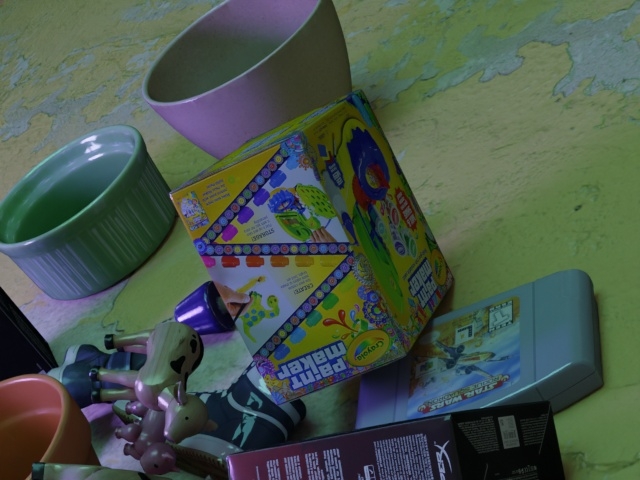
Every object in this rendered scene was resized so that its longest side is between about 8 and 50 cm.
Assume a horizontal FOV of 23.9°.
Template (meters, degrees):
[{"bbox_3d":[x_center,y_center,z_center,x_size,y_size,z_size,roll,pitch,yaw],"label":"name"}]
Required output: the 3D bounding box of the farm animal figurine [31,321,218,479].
[{"bbox_3d":[-0.184,0.267,1.656,0.172,0.330,0.327,0,7,18],"label":"farm animal figurine"}]

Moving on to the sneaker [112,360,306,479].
[{"bbox_3d":[-0.134,0.212,1.905,0.282,0.099,0.153,15,60,47],"label":"sneaker"}]

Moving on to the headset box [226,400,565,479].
[{"bbox_3d":[0.066,0.241,1.521,0.293,0.110,0.218,-15,-10,32],"label":"headset box"}]

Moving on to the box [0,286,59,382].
[{"bbox_3d":[-0.504,0.126,2.264,0.103,0.261,0.184,-36,27,-3],"label":"box"}]

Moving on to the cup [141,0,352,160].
[{"bbox_3d":[-0.079,-0.232,2.392,0.331,0.237,0.331,-27,29,16],"label":"cup"}]

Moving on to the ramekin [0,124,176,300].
[{"bbox_3d":[-0.386,-0.040,2.517,0.303,0.148,0.303,-26,29,16],"label":"ramekin"}]

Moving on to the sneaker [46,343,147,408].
[{"bbox_3d":[-0.283,0.187,2.133,0.164,0.086,0.226,-10,9,3],"label":"sneaker"}]

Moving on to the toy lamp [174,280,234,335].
[{"bbox_3d":[-0.078,0.063,2.103,0.275,0.080,0.080,-25,30,18],"label":"toy lamp"}]

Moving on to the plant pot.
[{"bbox_3d":[-0.375,0.338,1.860,0.291,0.203,0.291,-25,28,15],"label":"plant pot"}]

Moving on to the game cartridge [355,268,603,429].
[{"bbox_3d":[0.175,0.150,1.726,0.297,0.062,0.198,-23,26,21],"label":"game cartridge"}]

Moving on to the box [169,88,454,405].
[{"bbox_3d":[0.000,0.000,1.814,0.177,0.279,0.290,-23,9,21],"label":"box"}]
